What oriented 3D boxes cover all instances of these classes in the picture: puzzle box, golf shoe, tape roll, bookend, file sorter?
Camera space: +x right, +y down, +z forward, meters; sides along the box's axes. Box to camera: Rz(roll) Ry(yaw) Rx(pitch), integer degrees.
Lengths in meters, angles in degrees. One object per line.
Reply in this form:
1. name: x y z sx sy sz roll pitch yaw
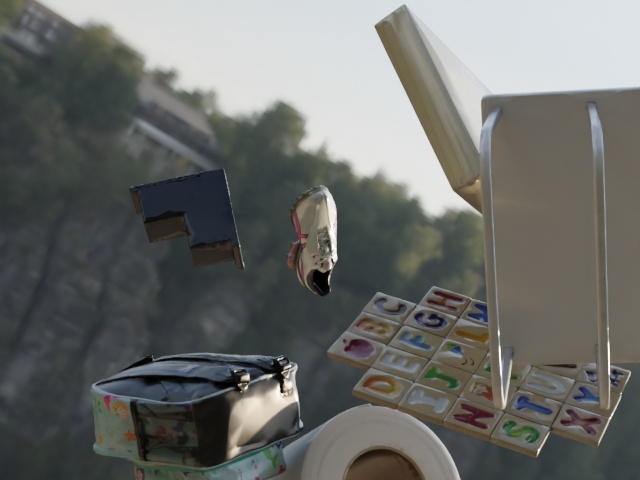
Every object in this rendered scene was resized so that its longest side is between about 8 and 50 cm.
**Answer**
1. puzzle box: 0.227 -0.110 1.881 0.409 0.052 0.272 34 28 -54
2. golf shoe: 0.000 0.000 2.070 0.086 0.067 0.186 52 -27 34
3. tape roll: 0.051 0.364 1.973 0.246 0.246 0.169 31 -31 -12
4. bookend: -0.212 -0.020 2.292 0.072 0.156 0.157 83 -6 -57
5. file sorter: 0.243 0.003 0.923 0.277 0.193 0.173 -2 11 9

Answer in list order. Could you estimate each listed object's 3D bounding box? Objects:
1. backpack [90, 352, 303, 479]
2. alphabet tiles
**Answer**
1. backpack: -0.171 0.237 1.894 0.253 0.191 0.225 5 11 33
2. alphabet tiles: 0.195 0.151 1.765 0.342 0.011 0.285 17 30 18
